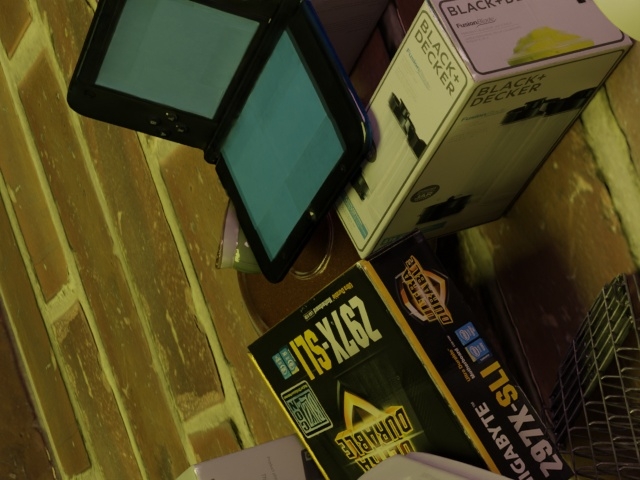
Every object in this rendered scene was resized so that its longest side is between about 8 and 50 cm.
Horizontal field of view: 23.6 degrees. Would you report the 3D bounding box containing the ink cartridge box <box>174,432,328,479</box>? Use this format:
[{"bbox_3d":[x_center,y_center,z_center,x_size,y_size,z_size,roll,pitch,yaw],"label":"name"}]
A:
[{"bbox_3d":[-0.013,0.285,1.679,0.129,0.307,0.223,69,153,15],"label":"ink cartridge box"}]

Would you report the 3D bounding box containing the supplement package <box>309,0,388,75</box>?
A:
[{"bbox_3d":[-0.060,-0.250,1.597,0.149,0.194,0.203,64,151,21],"label":"supplement package"}]

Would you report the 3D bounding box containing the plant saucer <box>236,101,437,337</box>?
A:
[{"bbox_3d":[0.000,0.000,1.651,0.310,0.050,0.311,-9,78,49],"label":"plant saucer"}]

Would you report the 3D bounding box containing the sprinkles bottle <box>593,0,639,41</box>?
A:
[{"bbox_3d":[0.310,-0.244,0.918,0.355,0.121,0.121,-32,75,51],"label":"sprinkles bottle"}]

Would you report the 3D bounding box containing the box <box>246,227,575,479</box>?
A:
[{"bbox_3d":[0.071,0.155,1.443,0.257,0.079,0.322,60,153,4],"label":"box"}]

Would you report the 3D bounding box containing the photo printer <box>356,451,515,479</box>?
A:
[{"bbox_3d":[0.166,0.334,1.264,0.307,0.107,0.256,60,158,-15],"label":"photo printer"}]

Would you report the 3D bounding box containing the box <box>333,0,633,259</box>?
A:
[{"bbox_3d":[0.129,-0.107,1.348,0.087,0.169,0.290,63,150,21],"label":"box"}]

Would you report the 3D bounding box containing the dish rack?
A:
[{"bbox_3d":[0.263,0.173,1.305,0.271,0.074,0.208,-93,18,-45],"label":"dish rack"}]

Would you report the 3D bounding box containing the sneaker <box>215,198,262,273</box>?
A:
[{"bbox_3d":[-0.056,-0.036,1.638,0.064,0.086,0.192,104,176,-48],"label":"sneaker"}]

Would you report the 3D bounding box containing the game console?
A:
[{"bbox_3d":[-0.106,-0.119,1.443,0.293,0.250,0.173,124,157,-54],"label":"game console"}]
